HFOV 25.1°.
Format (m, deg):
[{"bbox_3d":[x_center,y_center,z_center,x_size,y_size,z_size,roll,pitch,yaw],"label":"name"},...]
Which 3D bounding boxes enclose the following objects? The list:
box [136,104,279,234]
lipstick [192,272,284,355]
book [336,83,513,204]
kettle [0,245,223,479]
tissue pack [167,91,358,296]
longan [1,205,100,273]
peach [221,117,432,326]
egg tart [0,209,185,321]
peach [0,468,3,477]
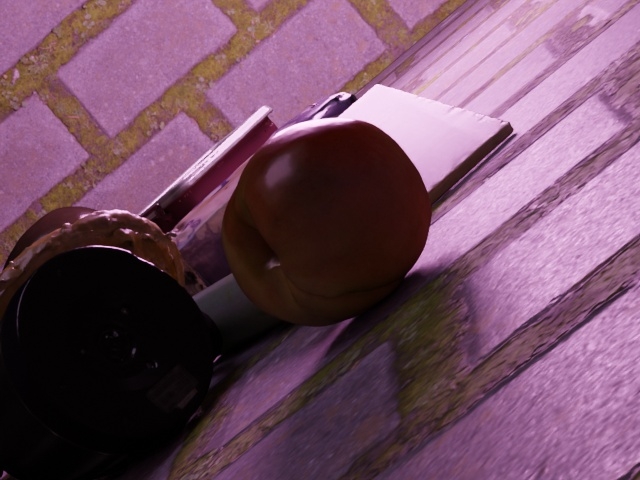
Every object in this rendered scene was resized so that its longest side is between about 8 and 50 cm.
[{"bbox_3d":[-0.149,-0.058,2.286,0.193,0.167,0.294,-31,12,47],"label":"box"},{"bbox_3d":[-0.067,0.059,1.501,0.076,0.076,0.304,-45,8,-34],"label":"lipstick"},{"bbox_3d":[0.051,-0.077,1.579,0.228,0.018,0.322,-41,24,-9],"label":"book"},{"bbox_3d":[-0.248,0.144,1.469,0.271,0.207,0.251,-45,9,45],"label":"kettle"},{"bbox_3d":[-0.076,-0.054,2.040,0.344,0.125,0.242,-43,9,-12],"label":"tissue pack"},{"bbox_3d":[-0.349,0.085,2.097,0.258,0.258,0.258,-40,7,6],"label":"longan"},{"bbox_3d":[0.006,-0.019,1.235,0.184,0.184,0.184,-40,7,6],"label":"peach"},{"bbox_3d":[-0.272,0.125,1.672,0.341,0.132,0.341,-36,-35,-30],"label":"egg tart"},{"bbox_3d":[-0.614,0.277,2.096,0.353,0.339,0.416,4,-28,-41],"label":"peach"}]
